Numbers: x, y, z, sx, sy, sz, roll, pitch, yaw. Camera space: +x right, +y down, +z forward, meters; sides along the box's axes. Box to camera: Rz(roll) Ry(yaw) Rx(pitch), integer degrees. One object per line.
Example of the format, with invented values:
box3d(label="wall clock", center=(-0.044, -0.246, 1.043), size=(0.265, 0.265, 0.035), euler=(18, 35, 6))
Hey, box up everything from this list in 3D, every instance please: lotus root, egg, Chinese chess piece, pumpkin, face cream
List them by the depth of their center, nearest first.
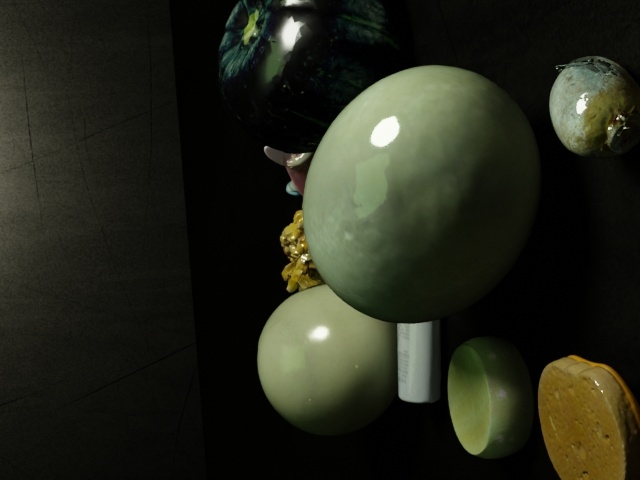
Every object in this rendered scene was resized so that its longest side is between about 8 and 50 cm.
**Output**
box3d(label="lotus root", center=(0.255, -0.129, 1.247), size=(0.165, 0.088, 0.088), euler=(-103, 15, -64))
box3d(label="egg", center=(0.109, -0.045, 1.465), size=(0.352, 0.258, 0.258), euler=(115, 148, -55))
box3d(label="Chinese chess piece", center=(0.200, 0.184, 1.565), size=(0.144, 0.058, 0.144), euler=(175, 90, -73))
box3d(label="face cream", center=(0.133, 0.117, 1.795), size=(0.084, 0.057, 0.198), euler=(-156, 65, -72))
box3d(label="pumpkin", center=(-0.009, -0.266, 1.899), size=(0.315, 0.238, 0.315), euler=(-31, 53, 55))
box3d(label="egg", center=(0.015, 0.173, 1.934), size=(0.269, 0.219, 0.219), euler=(123, 140, -58))

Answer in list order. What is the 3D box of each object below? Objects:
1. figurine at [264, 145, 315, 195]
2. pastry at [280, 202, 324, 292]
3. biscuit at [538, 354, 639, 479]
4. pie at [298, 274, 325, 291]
box3d(label="figurine", center=(-0.007, -0.184, 2.195), size=(0.260, 0.103, 0.205), euler=(103, -167, -53))
box3d(label="pastry", center=(0.000, 0.000, 1.972), size=(0.102, 0.154, 0.250), euler=(59, -179, 6))
box3d(label="biscuit", center=(0.276, 0.194, 1.310), size=(0.170, 0.050, 0.170), euler=(167, 90, -73))
box3d(label="pie", center=(-0.001, 0.052, 2.253), size=(0.282, 0.068, 0.128), euler=(110, 153, -65))
